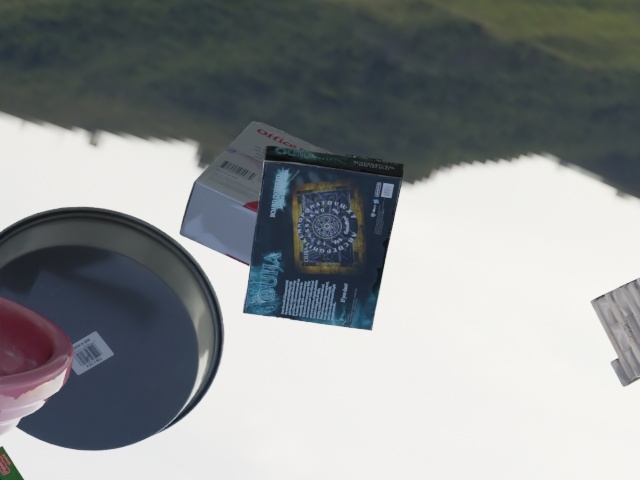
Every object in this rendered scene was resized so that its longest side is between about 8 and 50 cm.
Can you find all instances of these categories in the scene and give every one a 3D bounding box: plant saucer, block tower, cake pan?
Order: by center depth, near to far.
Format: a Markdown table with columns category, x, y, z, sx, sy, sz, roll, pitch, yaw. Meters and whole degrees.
| category | x | y | z | sx | sy | sz | roll | pitch | yaw |
| --- | --- | --- | --- | --- | --- | --- | --- | --- | --- |
| block tower | 0.369 | 0.045 | 1.759 | 0.091 | 0.097 | 0.335 | -22 | 171 | -24 |
| plant saucer | -0.403 | 0.114 | 1.794 | 0.332 | 0.084 | 0.332 | 10 | -167 | -2 |
| cake pan | -0.251 | 0.106 | 2.044 | 0.293 | 0.293 | 0.054 | 21 | -155 | -6 |

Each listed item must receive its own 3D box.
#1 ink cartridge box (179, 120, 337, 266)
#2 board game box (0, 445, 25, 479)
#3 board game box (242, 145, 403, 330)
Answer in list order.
| category | x | y | z | sx | sy | sz | roll | pitch | yaw |
| --- | --- | --- | --- | --- | --- | --- | --- | --- | --- |
| ink cartridge box | -0.056 | -0.045 | 2.043 | 0.127 | 0.072 | 0.175 | 24 | -149 | 9 |
| board game box | -0.343 | 0.305 | 1.762 | 0.211 | 0.039 | 0.160 | -27 | -103 | -37 |
| board game box | 0.000 | 0.000 | 1.739 | 0.126 | 0.186 | 0.026 | 8 | -141 | -2 |
